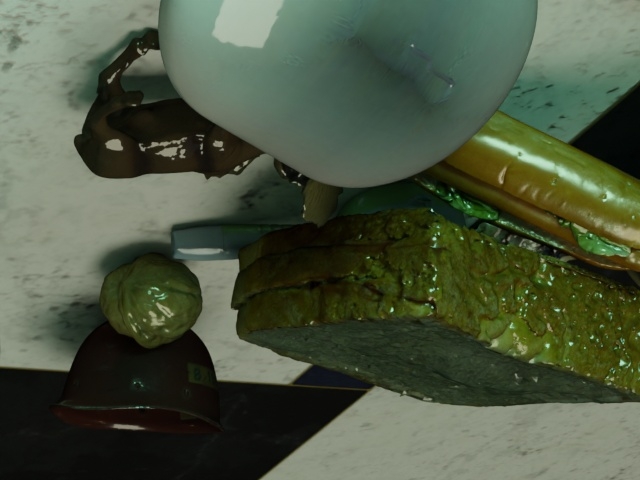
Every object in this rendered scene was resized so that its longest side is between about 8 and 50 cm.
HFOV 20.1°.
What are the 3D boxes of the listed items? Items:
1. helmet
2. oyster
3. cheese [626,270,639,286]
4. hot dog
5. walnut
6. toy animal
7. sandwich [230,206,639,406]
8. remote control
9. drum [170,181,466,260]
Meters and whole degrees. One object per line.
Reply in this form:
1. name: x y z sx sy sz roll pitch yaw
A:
1. helmet: -0.166 0.117 1.631 0.155 0.106 0.175 -4 169 30
2. oyster: 0.160 0.024 1.676 0.148 0.051 0.103 -23 146 40
3. cheese: 0.399 -0.060 1.502 0.351 0.129 0.328 -49 -166 -12
4. hot dog: 0.158 -0.041 1.424 0.250 0.068 0.100 26 149 0
5. walnut: -0.145 0.051 1.557 0.092 0.092 0.092 -11 152 -6
6. toy animal: -0.077 -0.081 1.342 0.214 0.093 0.186 -6 142 -15
7. sandwich: 0.097 0.066 1.488 0.301 0.099 0.271 20 158 -38
8. remote control: 0.026 -0.145 1.210 0.221 0.103 0.332 -46 142 11
9. drum: 0.009 -0.010 1.543 0.253 0.049 0.130 5 149 -27
